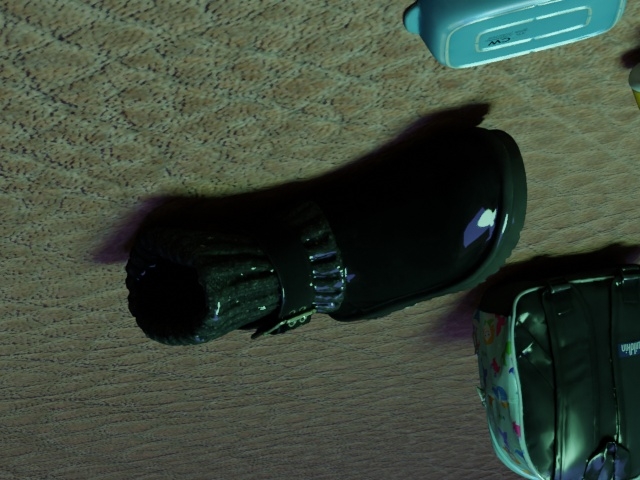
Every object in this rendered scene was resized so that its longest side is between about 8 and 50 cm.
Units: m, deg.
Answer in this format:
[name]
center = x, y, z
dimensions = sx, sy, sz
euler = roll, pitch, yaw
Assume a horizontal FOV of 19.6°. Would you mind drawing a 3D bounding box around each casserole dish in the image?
[casserole dish]
center = 0.159, -0.177, 1.422
dimensions = 0.188, 0.037, 0.114
euler = -13, 161, -1

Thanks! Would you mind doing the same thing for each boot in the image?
[boot]
center = 0.000, 0.004, 1.672
dimensions = 0.260, 0.131, 0.348
euler = -1, 157, -34

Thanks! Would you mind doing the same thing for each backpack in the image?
[backpack]
center = 0.295, 0.163, 2.156
dimensions = 0.225, 0.253, 0.191
euler = -9, 180, -19

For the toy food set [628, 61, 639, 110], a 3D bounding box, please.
[toy food set]
center = 0.363, -0.159, 1.533
dimensions = 0.232, 0.111, 0.104
euler = -10, 132, 21
